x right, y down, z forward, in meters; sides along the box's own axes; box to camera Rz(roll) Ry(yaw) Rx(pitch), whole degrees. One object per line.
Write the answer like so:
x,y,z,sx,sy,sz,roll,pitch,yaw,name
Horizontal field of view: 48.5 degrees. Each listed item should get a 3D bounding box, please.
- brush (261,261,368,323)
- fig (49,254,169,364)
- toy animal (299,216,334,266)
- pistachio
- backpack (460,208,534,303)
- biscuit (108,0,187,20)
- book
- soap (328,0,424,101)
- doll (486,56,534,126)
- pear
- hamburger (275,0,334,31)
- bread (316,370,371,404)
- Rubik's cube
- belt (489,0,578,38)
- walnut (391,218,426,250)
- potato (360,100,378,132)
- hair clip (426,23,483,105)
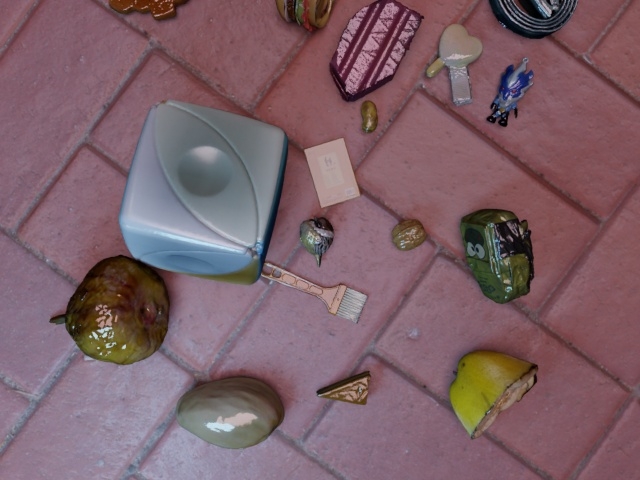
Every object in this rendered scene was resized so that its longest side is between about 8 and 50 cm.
-0.027,0.133,1.966,0.314,0.017,0.090,22,88,0,brush
-0.590,0.195,1.865,0.368,0.286,0.286,-10,91,23,fig
0.000,0.000,1.928,0.098,0.098,0.137,-26,107,0,toy animal
-0.240,0.455,1.901,0.287,0.166,0.197,7,67,4,pistachio
0.473,0.039,1.880,0.140,0.207,0.253,-16,98,-12,backpack
-0.453,-0.753,1.934,0.283,0.043,0.306,-12,89,1,biscuit
0.033,-0.187,1.961,0.118,0.012,0.172,-16,91,0,book
0.133,-0.505,1.906,0.182,0.112,0.289,26,91,0,soap
0.520,-0.407,1.935,0.096,0.070,0.195,27,95,30,doll
0.438,0.381,1.899,0.267,0.267,0.178,-46,67,1,pear
-0.046,-0.650,1.883,0.136,0.175,0.175,18,91,12,hamburger
0.062,0.393,1.942,0.139,0.074,0.084,9,91,1,bread
-0.277,-0.105,1.757,0.347,0.352,0.352,13,75,-3,Rubik's cube
0.561,-0.671,1.903,0.267,0.116,0.206,41,95,-3,belt
0.239,-0.015,1.934,0.096,0.082,0.079,-22,63,1,walnut
0.134,-0.337,1.943,0.045,0.046,0.092,-9,80,35,potato
0.364,-0.481,1.935,0.159,0.071,0.219,-7,87,2,hair clip
